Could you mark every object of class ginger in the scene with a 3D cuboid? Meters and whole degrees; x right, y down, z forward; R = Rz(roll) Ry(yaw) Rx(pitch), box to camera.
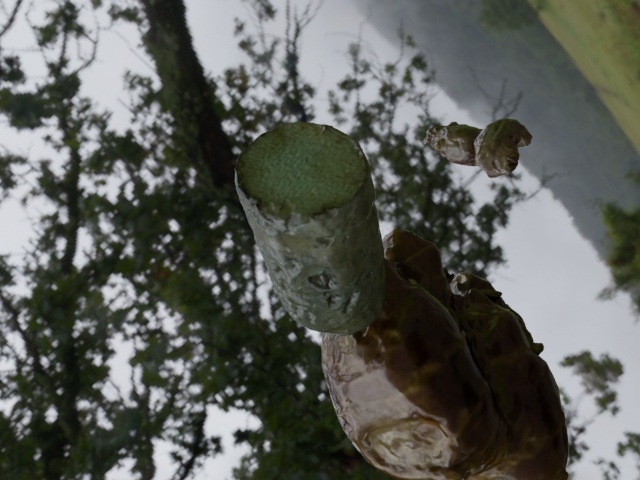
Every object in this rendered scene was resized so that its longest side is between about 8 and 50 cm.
[{"bbox_3d":[0.242,-0.151,1.352,0.122,0.084,0.290,6,-169,-11],"label":"ginger"},{"bbox_3d":[0.135,0.131,0.947,0.358,0.152,0.274,27,-122,-33],"label":"ginger"}]

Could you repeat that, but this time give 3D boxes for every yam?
[{"bbox_3d":[0.000,0.000,0.753,0.194,0.107,0.107,75,173,-52],"label":"yam"}]
